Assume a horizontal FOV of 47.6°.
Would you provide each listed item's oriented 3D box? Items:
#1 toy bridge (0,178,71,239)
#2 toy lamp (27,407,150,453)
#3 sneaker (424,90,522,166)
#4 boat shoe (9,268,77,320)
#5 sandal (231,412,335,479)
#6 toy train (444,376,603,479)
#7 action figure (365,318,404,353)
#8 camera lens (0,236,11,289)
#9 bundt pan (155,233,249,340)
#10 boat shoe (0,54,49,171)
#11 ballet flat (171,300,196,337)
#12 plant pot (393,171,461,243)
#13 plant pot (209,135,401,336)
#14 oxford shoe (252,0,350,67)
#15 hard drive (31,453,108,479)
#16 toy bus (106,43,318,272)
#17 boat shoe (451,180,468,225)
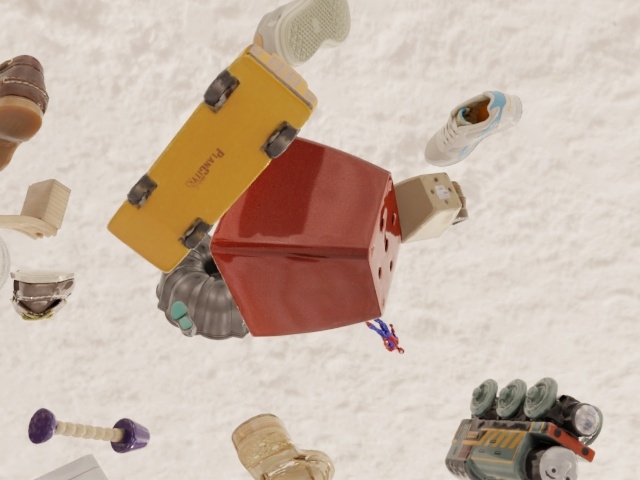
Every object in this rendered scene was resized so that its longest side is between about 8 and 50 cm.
[{"bbox_3d":[-0.210,-0.045,0.379,0.026,0.063,0.188,-8,151,24],"label":"toy bridge"},{"bbox_3d":[-0.474,0.403,1.525,0.080,0.080,0.274,-24,150,25],"label":"toy lamp"},{"bbox_3d":[0.280,-0.224,1.429,0.092,0.088,0.228,7,150,-39],"label":"sneaker"},{"bbox_3d":[-0.533,0.104,1.382,0.116,0.097,0.324,4,176,-25],"label":"boat shoe"},{"bbox_3d":[-0.030,0.282,0.832,0.088,0.079,0.240,-31,141,-1],"label":"sandal"},{"bbox_3d":[0.345,0.347,1.255,0.142,0.190,0.334,33,160,-10],"label":"toy train"},{"bbox_3d":[0.115,0.165,1.293,0.030,0.038,0.115,-9,130,46],"label":"action figure"},{"bbox_3d":[-0.842,0.047,1.638,0.219,0.220,0.274,11,174,-5],"label":"camera lens"},{"bbox_3d":[-0.253,0.096,1.852,0.330,0.331,0.124,9,127,-3],"label":"bundt pan"},{"bbox_3d":[-0.356,-0.126,0.781,0.207,0.073,0.073,-22,153,34],"label":"boat shoe"},{"bbox_3d":[-0.296,0.175,1.573,0.041,0.114,0.041,-12,120,-21],"label":"ballet flat"},{"bbox_3d":[0.192,-0.069,1.328,0.109,0.109,0.096,-9,159,-37],"label":"plant pot"},{"bbox_3d":[0.000,0.000,1.217,0.235,0.267,0.267,5,143,17],"label":"plant pot"},{"bbox_3d":[-0.039,-0.542,1.822,0.130,0.449,0.169,-4,118,29],"label":"oxford shoe"},{"bbox_3d":[-0.391,0.523,1.141,0.233,0.353,0.047,-20,138,-35],"label":"hard drive"},{"bbox_3d":[-0.136,-0.097,0.903,0.108,0.130,0.332,40,122,-11],"label":"toy bus"},{"bbox_3d":[0.282,-0.076,1.931,0.110,0.105,0.307,0,168,-32],"label":"boat shoe"}]
